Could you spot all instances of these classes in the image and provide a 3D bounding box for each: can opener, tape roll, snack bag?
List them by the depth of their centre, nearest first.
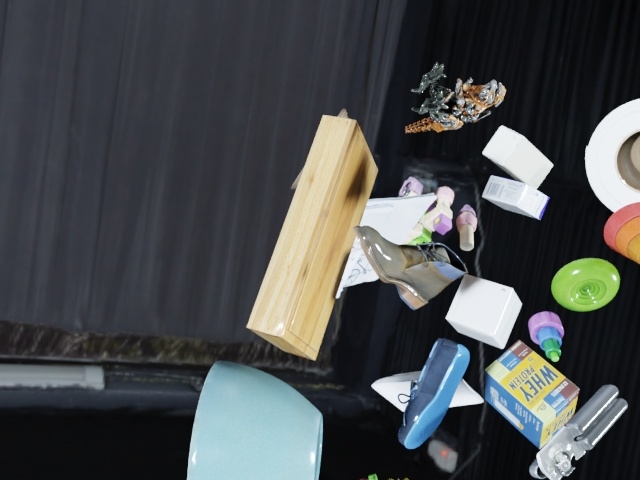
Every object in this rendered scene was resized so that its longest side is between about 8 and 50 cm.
[{"bbox_3d":[0.684,-0.168,1.336,0.246,0.246,0.169,13,-160,37],"label":"tape roll"},{"bbox_3d":[0.575,0.433,1.503,0.283,0.076,0.095,-33,179,-27],"label":"can opener"},{"bbox_3d":[0.096,0.024,1.576,0.343,0.323,0.037,-9,-130,-44],"label":"snack bag"}]

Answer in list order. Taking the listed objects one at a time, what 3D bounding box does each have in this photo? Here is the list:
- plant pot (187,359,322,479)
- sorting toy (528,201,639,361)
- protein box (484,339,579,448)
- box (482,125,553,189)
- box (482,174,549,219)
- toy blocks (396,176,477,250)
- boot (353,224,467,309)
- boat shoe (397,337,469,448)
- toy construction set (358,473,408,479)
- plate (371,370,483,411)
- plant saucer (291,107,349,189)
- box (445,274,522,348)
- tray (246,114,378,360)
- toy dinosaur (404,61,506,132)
[{"bbox_3d":[-0.099,0.365,1.175,0.196,0.290,0.290,3,-175,5],"label":"plant pot"},{"bbox_3d":[0.524,0.100,1.237,0.127,0.365,0.126,23,-146,-13],"label":"sorting toy"},{"bbox_3d":[0.568,0.419,1.805,0.201,0.136,0.199,42,162,36],"label":"protein box"},{"bbox_3d":[0.639,-0.261,2.140,0.275,0.113,0.094,23,-166,-50],"label":"box"},{"bbox_3d":[0.564,-0.125,1.920,0.137,0.072,0.126,21,-178,-41],"label":"box"},{"bbox_3d":[0.311,-0.085,2.151,0.309,0.260,0.289,35,132,-21],"label":"toy blocks"},{"bbox_3d":[0.137,0.020,1.002,0.219,0.106,0.082,43,-157,-46],"label":"boot"},{"bbox_3d":[0.246,0.344,1.504,0.089,0.258,0.109,29,175,44],"label":"boat shoe"},{"bbox_3d":[0.248,0.791,1.956,0.237,0.257,0.309,-21,158,2],"label":"toy construction set"},{"bbox_3d":[0.337,0.464,2.077,0.277,0.045,0.278,-14,144,24],"label":"plate"},{"bbox_3d":[0.005,-0.256,1.921,0.041,0.277,0.278,33,-176,-3],"label":"plant saucer"},{"bbox_3d":[0.313,0.135,1.271,0.102,0.101,0.087,18,165,34],"label":"box"},{"bbox_3d":[0.000,0.000,1.234,0.076,0.410,0.203,12,163,20],"label":"tray"},{"bbox_3d":[0.397,-0.401,2.037,0.218,0.322,0.164,27,-149,-38],"label":"toy dinosaur"}]
